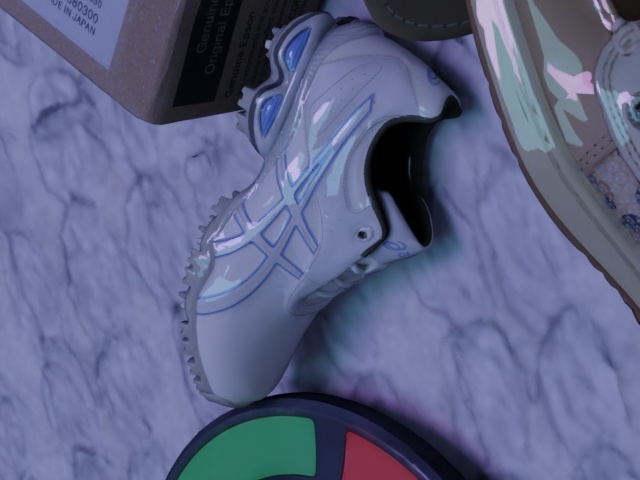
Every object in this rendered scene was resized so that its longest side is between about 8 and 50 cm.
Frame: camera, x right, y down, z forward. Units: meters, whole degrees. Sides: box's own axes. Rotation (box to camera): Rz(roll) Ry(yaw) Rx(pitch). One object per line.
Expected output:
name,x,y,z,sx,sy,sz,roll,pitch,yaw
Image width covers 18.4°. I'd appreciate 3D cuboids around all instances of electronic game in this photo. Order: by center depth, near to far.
electronic game,0.007,0.177,0.844,0.229,0.048,0.229,12,108,42

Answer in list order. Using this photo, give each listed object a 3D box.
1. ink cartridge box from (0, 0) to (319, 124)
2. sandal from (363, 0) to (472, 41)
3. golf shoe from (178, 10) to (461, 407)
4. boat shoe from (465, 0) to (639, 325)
ink cartridge box,-0.090,-0.189,0.821,0.235,0.088,0.193,38,124,32
sandal,0.085,-0.183,0.685,0.240,0.088,0.079,-58,30,27
golf shoe,0.000,0.000,0.793,0.086,0.069,0.176,28,115,27
boat shoe,0.140,-0.012,0.639,0.089,0.104,0.285,-28,93,34
